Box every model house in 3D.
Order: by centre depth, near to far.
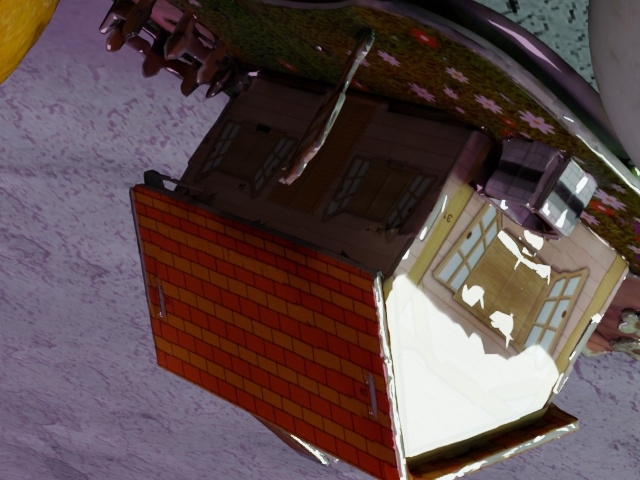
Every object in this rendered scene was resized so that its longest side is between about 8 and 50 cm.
[{"bbox_3d":[0.000,0.000,0.777,0.207,0.154,0.294,37,169,-36],"label":"model house"}]

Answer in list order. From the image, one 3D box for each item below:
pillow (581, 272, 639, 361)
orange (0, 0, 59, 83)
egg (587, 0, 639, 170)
[{"bbox_3d":[0.132,0.033,1.004,0.232,0.043,0.126,3,154,31],"label":"pillow"},{"bbox_3d":[-0.196,-0.141,0.679,0.224,0.170,0.224,23,156,11],"label":"orange"},{"bbox_3d":[0.174,-0.062,0.627,0.149,0.149,0.192,-7,152,44],"label":"egg"}]
